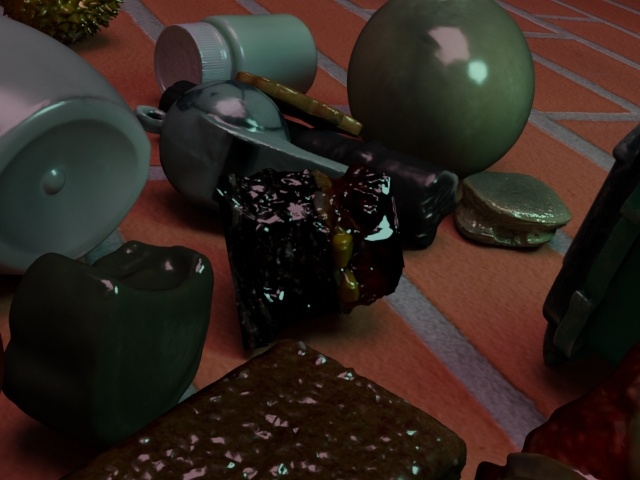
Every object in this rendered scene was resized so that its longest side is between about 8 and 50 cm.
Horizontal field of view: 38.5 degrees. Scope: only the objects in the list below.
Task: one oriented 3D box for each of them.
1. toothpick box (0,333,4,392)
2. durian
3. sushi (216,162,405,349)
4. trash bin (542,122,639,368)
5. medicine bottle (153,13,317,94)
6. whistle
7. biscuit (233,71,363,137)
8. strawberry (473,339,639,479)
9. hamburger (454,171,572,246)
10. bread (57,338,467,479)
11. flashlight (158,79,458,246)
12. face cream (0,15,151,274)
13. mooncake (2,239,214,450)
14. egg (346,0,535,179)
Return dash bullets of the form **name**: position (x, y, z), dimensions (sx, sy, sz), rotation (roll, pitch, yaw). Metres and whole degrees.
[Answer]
- **toothpick box**: position (-0.387, 0.040, 0.581), dimensions (0.333, 0.204, 0.204), rotation (27, 30, 29)
- **durian**: position (-0.431, -0.393, 1.535), dimensions (0.138, 0.183, 0.249), rotation (54, 31, 3)
- **sushi**: position (0.000, 0.000, 0.870), dimensions (0.150, 0.153, 0.172), rotation (-9, 5, 4)
- **trash bin**: position (0.398, 0.083, 0.753), dimensions (0.259, 0.295, 0.381), rotation (-14, 48, -33)
- **medicine bottle**: position (-0.124, -0.269, 1.383), dimensions (0.225, 0.139, 0.139), rotation (-15, 36, -42)
- **whistle**: position (-0.076, -0.093, 1.042), dimensions (0.289, 0.164, 0.163), rotation (21, 25, -5)
- **biscuit**: position (-0.031, -0.171, 1.140), dimensions (0.184, 0.027, 0.133), rotation (21, 2, -24)
- **strawberry**: position (0.218, 0.197, 0.460), dimensions (0.257, 0.261, 0.261), rotation (40, 9, -33)
- **hamburger**: position (0.237, -0.038, 1.142), dimensions (0.139, 0.063, 0.133), rotation (5, 30, -15)
- **bread**: position (-0.090, 0.194, 0.486), dimensions (0.165, 0.113, 0.416), rotation (25, 31, 29)
- **flashlight**: position (-0.033, -0.108, 1.138), dimensions (0.423, 0.103, 0.103), rotation (23, 28, 26)
- **face cream**: position (-0.362, -0.109, 0.872), dimensions (0.356, 0.220, 0.312), rotation (24, 29, 27)
- **mooncake**: position (-0.152, 0.061, 0.669), dimensions (0.104, 0.175, 0.168), rotation (23, 70, 18)
- **egg**: position (0.163, -0.217, 1.255), dimensions (0.258, 0.259, 0.352), rotation (11, 33, 0)
